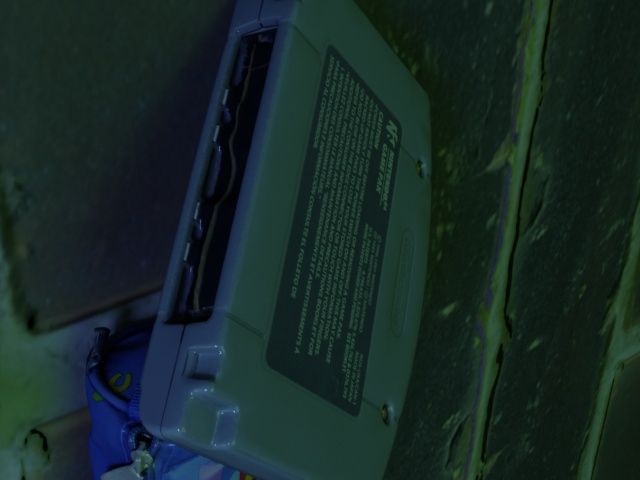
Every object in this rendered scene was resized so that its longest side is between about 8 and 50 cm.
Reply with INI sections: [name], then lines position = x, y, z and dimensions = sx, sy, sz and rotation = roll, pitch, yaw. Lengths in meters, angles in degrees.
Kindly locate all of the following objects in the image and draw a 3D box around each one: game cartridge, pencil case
[game cartridge]
position = 0.000, 0.000, 0.553
dimensions = 0.196, 0.060, 0.294
rotation = 37, 55, -44
[pencil case]
position = -0.097, 0.200, 0.609
dimensions = 0.133, 0.119, 0.306
rotation = -45, 146, -62
